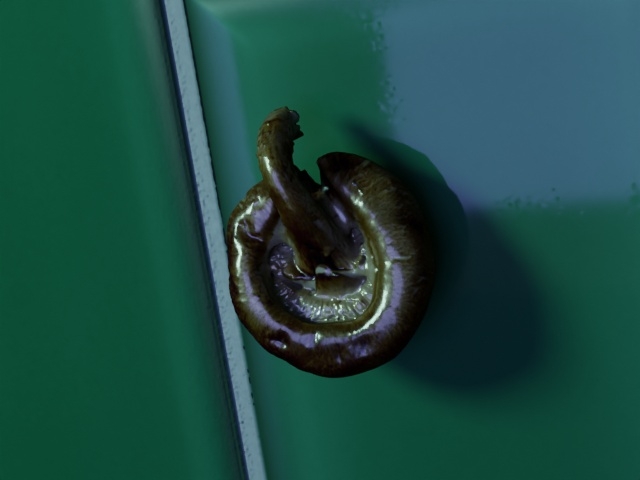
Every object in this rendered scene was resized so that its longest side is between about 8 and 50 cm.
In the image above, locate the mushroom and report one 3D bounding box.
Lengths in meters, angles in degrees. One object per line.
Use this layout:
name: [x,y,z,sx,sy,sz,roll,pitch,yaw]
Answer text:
mushroom: [0.000,-0.001,0.687,0.135,0.080,0.171,-15,99,13]
